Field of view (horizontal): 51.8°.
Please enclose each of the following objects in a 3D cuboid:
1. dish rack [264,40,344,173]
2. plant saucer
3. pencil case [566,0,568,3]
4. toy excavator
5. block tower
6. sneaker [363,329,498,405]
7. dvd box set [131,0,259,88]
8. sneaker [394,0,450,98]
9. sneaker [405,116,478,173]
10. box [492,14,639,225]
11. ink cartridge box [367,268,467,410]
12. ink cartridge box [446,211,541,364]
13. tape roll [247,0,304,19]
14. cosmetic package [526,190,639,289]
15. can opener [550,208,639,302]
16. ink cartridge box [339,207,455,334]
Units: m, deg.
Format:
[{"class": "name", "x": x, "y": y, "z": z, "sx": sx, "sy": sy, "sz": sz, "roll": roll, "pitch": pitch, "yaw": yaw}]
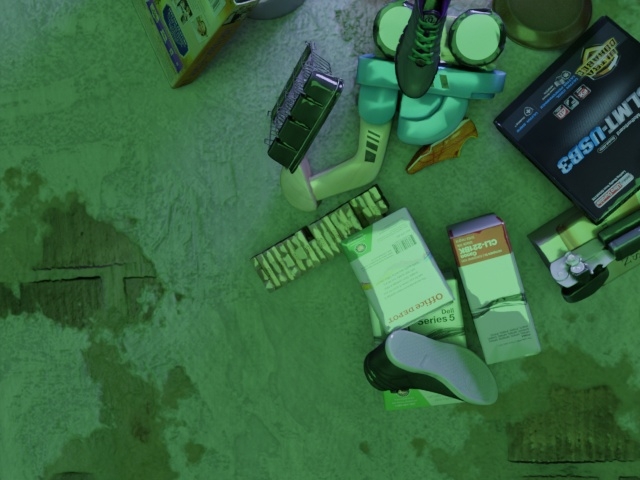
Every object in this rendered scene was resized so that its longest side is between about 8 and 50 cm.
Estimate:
[{"class": "dish rack", "x": -0.041, "y": -0.284, "z": 1.338, "sx": 0.074, "sy": 0.272, "sz": 0.208, "roll": 25, "pitch": 117, "yaw": -18}, {"class": "plant saucer", "x": 0.442, "y": -0.469, "z": 1.311, "sx": 0.198, "sy": 0.199, "sz": 0.036, "roll": 27, "pitch": 62, "yaw": 3}, {"class": "pencil case", "x": 0.548, "y": -0.553, "z": 1.318, "sx": 0.206, "sy": 0.088, "sz": 0.086, "roll": -37, "pitch": 50, "yaw": 11}, {"class": "toy excavator", "x": 0.143, "y": -0.258, "z": 1.360, "sx": 0.432, "sy": 0.222, "sz": 0.446, "roll": 8, "pitch": 108, "yaw": 7}, {"class": "block tower", "x": 0.000, "y": 0.000, "z": 1.458, "sx": 0.335, "sy": 0.097, "sz": 0.091, "roll": -31, "pitch": 93, "yaw": 11}, {"class": "sneaker", "x": 0.219, "y": 0.274, "z": 1.356, "sx": 0.295, "sy": 0.105, "sz": 0.147, "roll": 25, "pitch": 146, "yaw": -21}, {"class": "dvd box set", "x": -0.275, "y": -0.512, "z": 1.283, "sx": 0.062, "sy": 0.420, "sz": 0.308, "roll": -26, "pitch": 94, "yaw": -28}, {"class": "sneaker", "x": 0.177, "y": -0.360, "z": 1.153, "sx": 0.083, "sy": 0.098, "sz": 0.224, "roll": 11, "pitch": 107, "yaw": 6}, {"class": "sneaker", "x": 0.261, "y": -0.191, "z": 1.414, "sx": 0.175, "sy": 0.064, "sz": 0.067, "roll": -35, "pitch": 102, "yaw": 13}, {"class": "box", "x": 0.546, "y": -0.232, "z": 1.285, "sx": 0.295, "sy": 0.073, "sz": 0.293, "roll": -43, "pitch": 68, "yaw": 13}, {"class": "ink cartridge box", "x": 0.218, "y": 0.216, "z": 1.448, "sx": 0.198, "sy": 0.115, "sz": 0.273, "roll": -9, "pitch": 96, "yaw": 9}, {"class": "ink cartridge box", "x": 0.355, "y": 0.095, "z": 1.373, "sx": 0.114, "sy": 0.197, "sz": 0.273, "roll": -17, "pitch": 95, "yaw": 11}, {"class": "tape roll", "x": -0.132, "y": -0.592, "z": 1.352, "sx": 0.245, "sy": 0.169, "sz": 0.246, "roll": 1, "pitch": 97, "yaw": 7}, {"class": "cosmetic package", "x": 0.602, "y": -0.021, "z": 1.359, "sx": 0.296, "sy": 0.129, "sz": 0.153, "roll": -35, "pitch": 93, "yaw": 11}, {"class": "can opener", "x": 0.577, "y": 0.012, "z": 1.276, "sx": 0.280, "sy": 0.074, "sz": 0.093, "roll": -35, "pitch": 126, "yaw": 12}, {"class": "ink cartridge box", "x": 0.157, "y": 0.063, "z": 1.340, "sx": 0.154, "sy": 0.093, "sz": 0.213, "roll": -29, "pitch": 82, "yaw": 8}]
